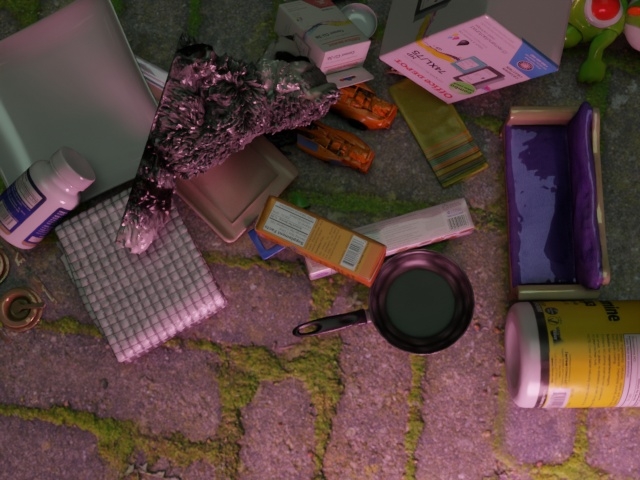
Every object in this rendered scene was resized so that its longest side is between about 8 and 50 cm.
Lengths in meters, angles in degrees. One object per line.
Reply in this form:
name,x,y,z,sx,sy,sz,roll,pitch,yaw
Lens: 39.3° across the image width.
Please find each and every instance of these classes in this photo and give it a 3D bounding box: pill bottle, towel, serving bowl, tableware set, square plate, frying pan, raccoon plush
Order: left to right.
tableware set,-0.606,0.087,1.700,0.128,0.039,0.194,-41,80,-7
pill bottle,-0.508,-0.082,1.649,0.187,0.112,0.112,-40,80,13
square plate,-0.479,-0.245,1.700,0.347,0.049,0.344,-24,95,10
towel,-0.333,0.054,1.664,0.235,0.121,0.283,-29,81,-3
raccoon plush,-0.156,-0.163,1.605,0.299,0.216,0.446,18,102,-12
serving bowl,0.072,-0.432,1.799,0.083,0.027,0.083,0,78,1
frying pan,0.135,0.153,1.665,0.326,0.053,0.197,-36,80,-4
towel,0.230,-0.223,1.756,0.102,0.021,0.237,-27,79,-5
pill bottle,0.504,0.198,1.578,0.334,0.188,0.187,-1,78,1

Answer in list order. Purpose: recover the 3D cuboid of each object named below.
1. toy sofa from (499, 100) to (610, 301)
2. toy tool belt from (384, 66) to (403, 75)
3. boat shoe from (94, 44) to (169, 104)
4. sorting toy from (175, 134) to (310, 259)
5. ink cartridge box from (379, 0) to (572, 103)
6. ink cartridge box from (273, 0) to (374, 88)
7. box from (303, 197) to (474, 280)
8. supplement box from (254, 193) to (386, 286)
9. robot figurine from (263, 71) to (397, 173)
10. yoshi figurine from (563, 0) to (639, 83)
toy sofa,0.421,-0.069,1.641,0.150,0.177,0.362,0,79,1
toy tool belt,0.152,-0.367,1.772,0.051,0.052,0.083,4,78,-6
boat shoe,-0.391,-0.319,1.748,0.302,0.109,0.094,26,82,4
sorting toy,-0.168,-0.123,1.720,0.348,0.047,0.196,45,91,6
ink cartridge box,0.280,-0.402,1.628,0.198,0.270,0.197,26,69,-32
ink cartridge box,0.014,-0.382,1.723,0.115,0.067,0.198,-22,59,-31
box,0.126,-0.003,1.691,0.324,0.063,0.067,-17,77,-2
supplement box,0.000,0.000,1.621,0.234,0.078,0.080,26,82,8
robot figurine,-0.011,-0.255,1.735,0.291,0.085,0.211,25,79,6
yoshi figurine,0.563,-0.420,1.741,0.362,0.203,0.203,12,38,18
